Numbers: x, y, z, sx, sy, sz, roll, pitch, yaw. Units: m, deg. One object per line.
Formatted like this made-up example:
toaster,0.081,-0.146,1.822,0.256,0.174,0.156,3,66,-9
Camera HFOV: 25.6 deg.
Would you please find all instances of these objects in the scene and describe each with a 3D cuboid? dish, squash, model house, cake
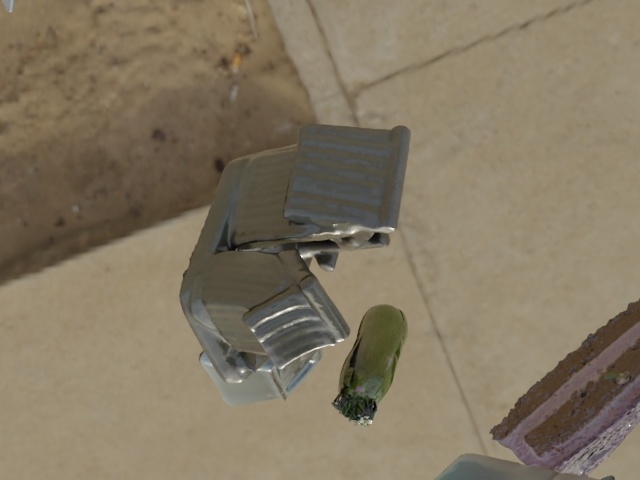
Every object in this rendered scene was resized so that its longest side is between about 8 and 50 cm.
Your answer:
dish,-0.056,0.142,1.852,0.182,0.080,0.243,-49,163,-12
squash,0.049,0.111,1.323,0.052,0.183,0.052,7,117,13
model house,-0.008,-0.003,1.109,0.122,0.229,0.188,34,154,-30
cake,0.363,0.190,1.781,0.295,0.116,0.113,-43,144,6

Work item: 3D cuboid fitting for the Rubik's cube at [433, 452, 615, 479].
Rubik's cube,0.150,0.344,0.880,0.290,0.291,0.291,-35,113,-34

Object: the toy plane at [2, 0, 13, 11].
toy plane,-0.330,-0.267,1.382,0.162,0.171,0.065,-1,115,-37
